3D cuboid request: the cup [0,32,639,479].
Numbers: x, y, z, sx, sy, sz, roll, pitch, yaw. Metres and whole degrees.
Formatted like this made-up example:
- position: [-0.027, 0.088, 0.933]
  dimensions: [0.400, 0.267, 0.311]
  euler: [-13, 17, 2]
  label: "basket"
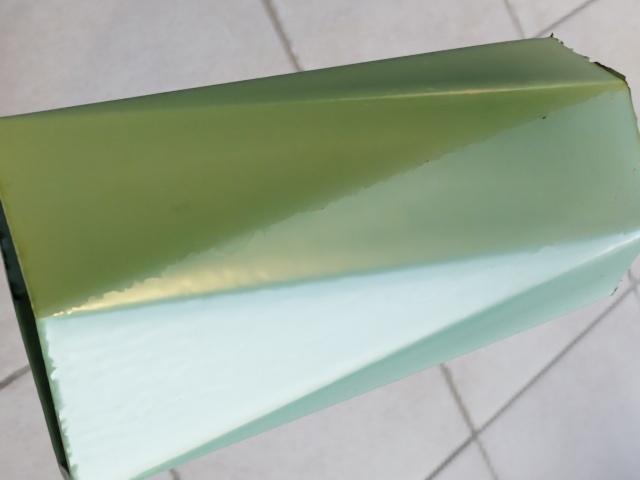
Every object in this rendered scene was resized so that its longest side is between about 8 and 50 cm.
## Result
- position: [0.000, 0.000, 0.468]
  dimensions: [0.236, 0.148, 0.134]
  euler: [-13, 95, -19]
  label: "cup"
